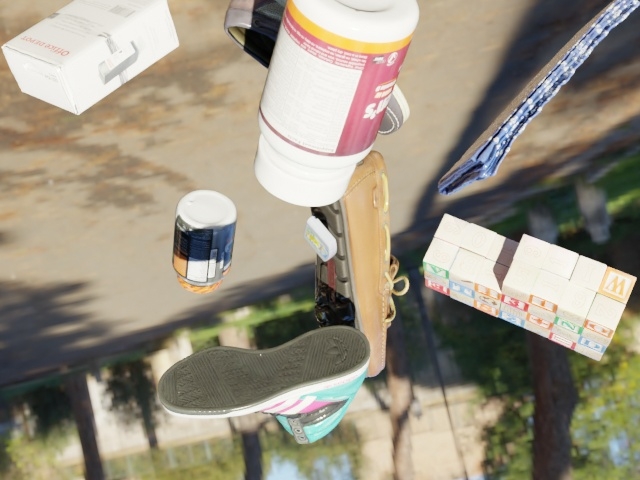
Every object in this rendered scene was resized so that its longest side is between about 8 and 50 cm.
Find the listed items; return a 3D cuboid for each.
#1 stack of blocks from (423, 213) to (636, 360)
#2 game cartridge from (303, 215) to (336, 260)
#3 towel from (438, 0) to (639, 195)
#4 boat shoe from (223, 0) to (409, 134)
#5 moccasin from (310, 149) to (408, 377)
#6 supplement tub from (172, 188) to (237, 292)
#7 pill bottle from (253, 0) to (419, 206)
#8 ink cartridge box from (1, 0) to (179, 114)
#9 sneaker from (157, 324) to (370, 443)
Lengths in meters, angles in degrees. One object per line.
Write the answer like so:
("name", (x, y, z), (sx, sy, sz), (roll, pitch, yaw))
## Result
("stack of blocks", (0.308, 0.064, 1.637), (0.297, 0.087, 0.171), (23, 163, 15))
("game cartridge", (0.000, 0.000, 1.524), (0.017, 0.056, 0.083), (-41, 170, -15))
("towel", (0.306, -0.199, 1.562), (0.336, 0.040, 0.243), (-47, -179, -9))
("boat shoe", (-0.009, -0.215, 1.372), (0.285, 0.092, 0.103), (39, 152, -26))
("moccasin", (0.066, 0.042, 1.683), (0.147, 0.379, 0.139), (-22, -154, -29))
("supplement tub", (-0.223, 0.005, 2.070), (0.117, 0.117, 0.190), (-12, 140, -22))
("pill bottle", (0.007, -0.146, 1.043), (0.121, 0.121, 0.221), (-11, 139, -29))
("ink cartridge box", (-0.354, -0.302, 1.679), (0.159, 0.092, 0.218), (23, -129, 37))
("sneaker", (-0.075, 0.219, 1.541), (0.296, 0.123, 0.178), (-10, 143, -7))
